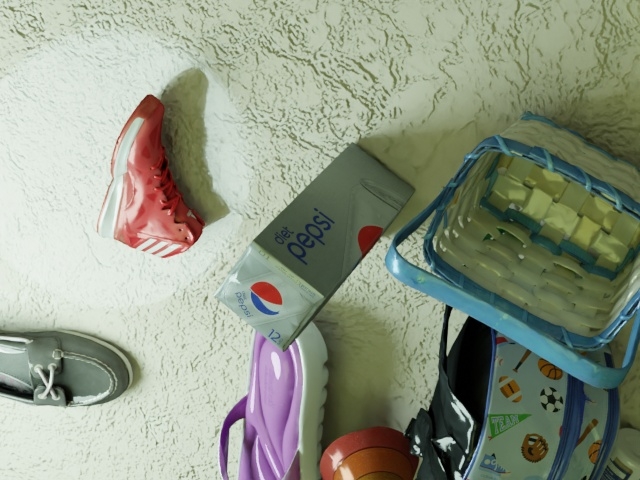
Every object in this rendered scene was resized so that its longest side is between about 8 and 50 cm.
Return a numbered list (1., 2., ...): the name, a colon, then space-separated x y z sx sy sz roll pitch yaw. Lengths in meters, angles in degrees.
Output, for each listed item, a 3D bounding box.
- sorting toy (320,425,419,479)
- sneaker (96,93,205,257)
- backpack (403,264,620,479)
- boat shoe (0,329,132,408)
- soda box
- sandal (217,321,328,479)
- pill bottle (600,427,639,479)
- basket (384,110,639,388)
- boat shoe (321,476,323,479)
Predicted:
1. sorting toy: 0.087 0.402 1.816 0.127 0.126 0.365 -12 123 -1
2. sneaker: -0.186 -0.070 1.794 0.128 0.087 0.221 24 135 3
3. backpack: 0.204 0.205 1.623 0.213 0.263 0.276 15 121 4
4. boat shoe: -0.417 0.175 2.003 0.335 0.095 0.112 9 118 21
5. soda box: 0.000 0.000 1.603 0.098 0.286 0.091 39 123 3
6. sandal: -0.076 0.278 1.853 0.169 0.102 0.416 24 117 50
7. pill bottle: 0.338 0.278 1.713 0.067 0.067 0.120 33 124 7
8. basket: 0.226 0.014 1.500 0.255 0.289 0.201 31 124 10
9. boat shoe: 0.033 0.350 1.900 0.076 0.083 0.226 13 123 -12
